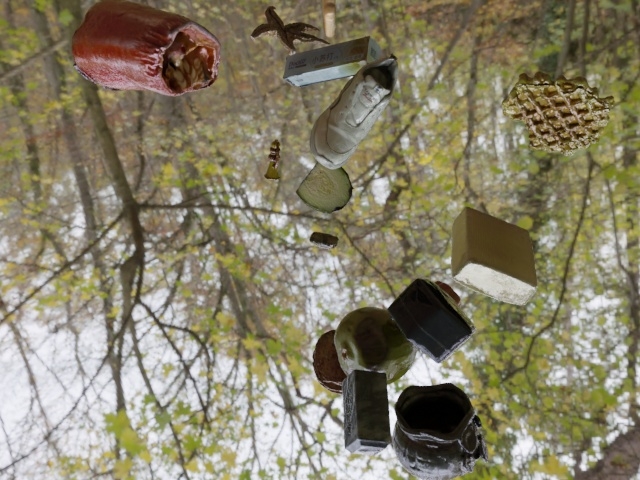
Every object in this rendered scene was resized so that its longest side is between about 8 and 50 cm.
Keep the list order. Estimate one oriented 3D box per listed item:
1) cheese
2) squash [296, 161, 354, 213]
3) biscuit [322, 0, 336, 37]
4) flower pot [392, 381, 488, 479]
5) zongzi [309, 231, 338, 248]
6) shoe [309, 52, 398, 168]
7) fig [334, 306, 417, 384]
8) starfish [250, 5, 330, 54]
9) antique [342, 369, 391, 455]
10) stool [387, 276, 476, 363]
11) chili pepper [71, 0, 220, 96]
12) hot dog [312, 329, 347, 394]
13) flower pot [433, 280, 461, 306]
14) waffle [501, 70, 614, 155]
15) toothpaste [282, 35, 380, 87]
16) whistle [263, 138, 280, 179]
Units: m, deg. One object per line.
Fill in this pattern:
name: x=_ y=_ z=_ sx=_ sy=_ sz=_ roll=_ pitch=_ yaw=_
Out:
cheese: x=0.520 y=0.046 z=1.881 sx=0.242 sy=0.124 sz=0.266 roll=18 pitch=-139 yaw=-3
squash: x=0.031 y=-0.192 z=2.310 sx=0.192 sy=0.184 sz=0.085 roll=-52 pitch=176 yaw=8
biscuit: x=0.019 y=-0.599 z=1.394 sx=0.030 sy=0.250 sz=0.160 roll=-1 pitch=180 yaw=1
flower pot: x=0.379 y=0.603 z=1.964 sx=0.301 sy=0.213 sz=0.302 roll=-7 pitch=-157 yaw=3
zongzi: x=0.000 y=0.000 z=1.637 sx=0.076 sy=0.040 sz=0.083 roll=14 pitch=175 yaw=-17
shoe: x=0.097 y=-0.351 z=1.635 sx=0.342 sy=0.132 sz=0.210 roll=-60 pitch=-169 yaw=-25
fig: x=0.179 y=0.308 z=1.861 sx=0.271 sy=0.240 sz=0.239 roll=-11 pitch=-167 yaw=-38
starfish: x=-0.092 y=-0.563 z=1.672 sx=0.227 sy=0.043 sz=0.241 roll=-1 pitch=-131 yaw=-31
antique: x=0.107 y=0.408 z=1.464 sx=0.086 sy=0.088 sz=0.183 roll=11 pitch=-128 yaw=-17
stool: x=0.299 y=0.213 z=1.672 sx=0.141 sy=0.232 sz=0.232 roll=-46 pitch=-166 yaw=12
chili pepper: x=-0.393 y=-0.429 z=1.456 sx=0.305 sy=0.229 sz=0.251 roll=26 pitch=177 yaw=30
hot dog: x=0.065 y=0.419 z=2.031 sx=0.175 sy=0.114 sz=0.259 roll=23 pitch=-151 yaw=-24
flower pot: x=0.424 y=0.252 z=2.317 sx=0.173 sy=0.191 sz=0.190 roll=-40 pitch=-154 yaw=-16
waffle: x=0.591 y=-0.319 z=1.579 sx=0.291 sy=0.291 sz=0.051 roll=2 pitch=-125 yaw=42
toothpaste: x=0.029 y=-0.532 z=1.867 sx=0.312 sy=0.089 sz=0.071 roll=-1 pitch=165 yaw=37
whistle: x=-0.128 y=-0.216 z=1.674 sx=0.046 sy=0.109 sz=0.057 roll=15 pitch=-147 yaw=10
